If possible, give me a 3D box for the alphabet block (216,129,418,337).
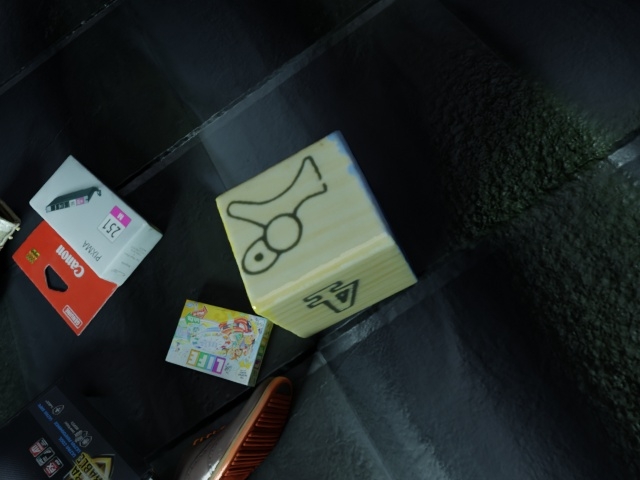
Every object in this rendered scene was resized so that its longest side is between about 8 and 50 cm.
[{"bbox_3d":[0.000,0.000,0.755,0.197,0.193,0.192,-27,61,9],"label":"alphabet block"}]

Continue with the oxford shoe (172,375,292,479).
[{"bbox_3d":[-0.141,0.295,0.748,0.098,0.097,0.271,30,82,33],"label":"oxford shoe"}]

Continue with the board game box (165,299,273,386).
[{"bbox_3d":[-0.160,0.160,0.844,0.154,0.026,0.103,9,73,23],"label":"board game box"}]

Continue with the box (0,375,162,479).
[{"bbox_3d":[-0.402,0.366,0.727,0.295,0.073,0.293,21,51,40],"label":"box"}]

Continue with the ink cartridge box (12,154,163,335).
[{"bbox_3d":[-0.462,0.000,1.002,0.275,0.060,0.239,36,83,28],"label":"ink cartridge box"}]

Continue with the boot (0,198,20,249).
[{"bbox_3d":[-0.653,0.027,1.043,0.165,0.077,0.213,-46,57,7],"label":"boot"}]
